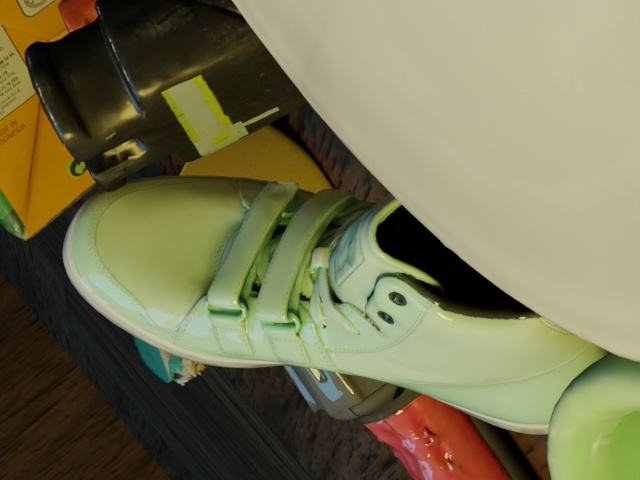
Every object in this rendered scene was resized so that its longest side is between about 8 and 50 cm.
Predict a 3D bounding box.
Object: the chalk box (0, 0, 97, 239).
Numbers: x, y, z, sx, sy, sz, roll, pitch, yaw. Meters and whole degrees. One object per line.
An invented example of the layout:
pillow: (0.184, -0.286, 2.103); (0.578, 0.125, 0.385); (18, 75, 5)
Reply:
chalk box: (-0.180, -0.172, 0.925); (0.289, 0.180, 0.179); (38, 161, 39)

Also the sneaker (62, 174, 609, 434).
sneaker: (0.001, 0.000, 0.825); (0.256, 0.094, 0.151); (14, 157, 12)

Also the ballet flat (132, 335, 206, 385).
ballet flat: (-0.114, 0.026, 1.439); (0.091, 0.077, 0.241); (45, 163, 21)

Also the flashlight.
flashlight: (0.079, 0.148, 1.080); (0.304, 0.103, 0.103); (54, 167, -15)

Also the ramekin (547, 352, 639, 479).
ramekin: (0.209, 0.103, 0.441); (0.303, 0.148, 0.303); (47, 166, 16)

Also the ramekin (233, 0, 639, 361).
ramekin: (0.051, -0.122, 0.370); (0.273, 0.127, 0.273); (50, 163, 22)

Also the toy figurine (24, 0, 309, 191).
toy figurine: (-0.044, -0.142, 0.581); (0.209, 0.148, 0.213); (62, -176, -19)

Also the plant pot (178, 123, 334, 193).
plant pot: (-0.040, -0.021, 1.078); (0.083, 0.081, 0.081); (27, 167, -5)
